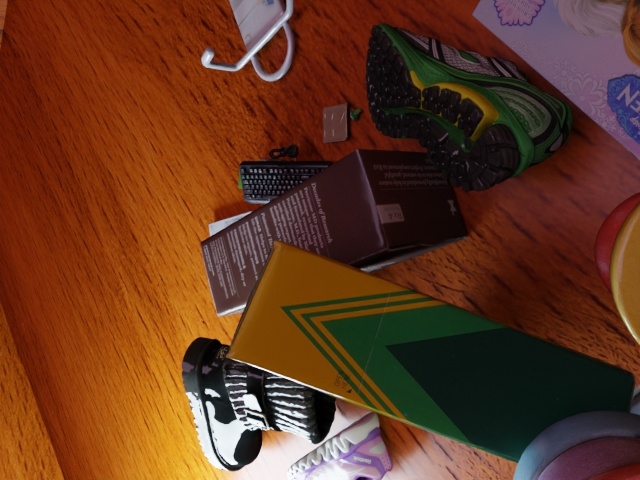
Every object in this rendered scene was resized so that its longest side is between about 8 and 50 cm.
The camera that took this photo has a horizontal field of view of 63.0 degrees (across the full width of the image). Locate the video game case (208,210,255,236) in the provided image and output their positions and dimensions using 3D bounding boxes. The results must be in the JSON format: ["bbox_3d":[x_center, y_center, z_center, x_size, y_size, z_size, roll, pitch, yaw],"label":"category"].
[{"bbox_3d":[-0.175,0.022,1.088,0.157,0.019,0.143,-12,86,45],"label":"video game case"}]

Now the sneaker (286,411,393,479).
[{"bbox_3d":[0.034,0.386,0.883,0.236,0.095,0.104,-45,72,36],"label":"sneaker"}]

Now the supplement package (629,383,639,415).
[{"bbox_3d":[0.381,0.141,0.432,0.149,0.203,0.194,52,126,27],"label":"supplement package"}]

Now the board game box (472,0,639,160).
[{"bbox_3d":[0.341,-0.264,0.479,0.318,0.066,0.318,55,140,26],"label":"board game box"}]

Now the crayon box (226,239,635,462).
[{"bbox_3d":[0.064,0.130,0.565,0.363,0.313,0.106,128,161,-75],"label":"crayon box"}]

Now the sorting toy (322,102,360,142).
[{"bbox_3d":[0.035,-0.194,0.863,0.083,0.012,0.062,5,94,47],"label":"sorting toy"}]

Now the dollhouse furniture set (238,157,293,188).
[{"bbox_3d":[-0.081,-0.110,0.953,0.152,0.058,0.076,16,106,42],"label":"dollhouse furniture set"}]

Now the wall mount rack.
[{"bbox_3d":[-0.129,-0.473,0.909,0.304,0.130,0.350,-30,75,42],"label":"wall mount rack"}]

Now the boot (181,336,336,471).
[{"bbox_3d":[-0.095,0.327,0.973,0.260,0.131,0.348,3,128,16],"label":"boot"}]

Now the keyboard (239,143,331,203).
[{"bbox_3d":[-0.064,-0.114,0.917,0.180,0.023,0.108,4,107,25],"label":"keyboard"}]

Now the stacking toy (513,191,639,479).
[{"bbox_3d":[0.280,0.123,0.326,0.279,0.130,0.309,16,98,9],"label":"stacking toy"}]

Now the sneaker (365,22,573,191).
[{"bbox_3d":[0.165,-0.183,0.672,0.134,0.146,0.343,91,154,-43],"label":"sneaker"}]

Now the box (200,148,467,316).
[{"bbox_3d":[0.000,0.000,0.796,0.381,0.191,0.143,-22,79,43],"label":"box"}]
